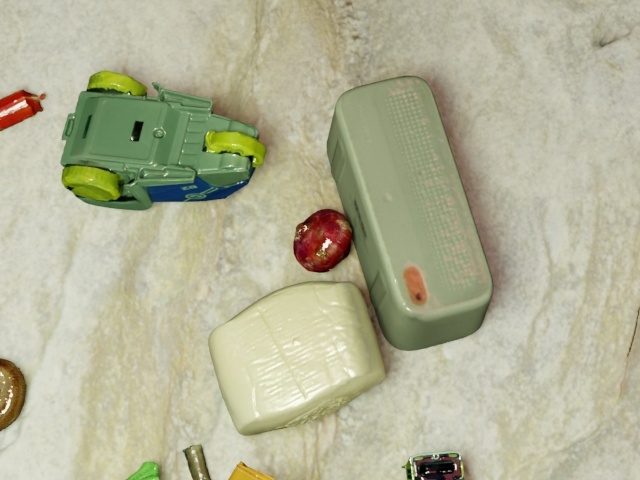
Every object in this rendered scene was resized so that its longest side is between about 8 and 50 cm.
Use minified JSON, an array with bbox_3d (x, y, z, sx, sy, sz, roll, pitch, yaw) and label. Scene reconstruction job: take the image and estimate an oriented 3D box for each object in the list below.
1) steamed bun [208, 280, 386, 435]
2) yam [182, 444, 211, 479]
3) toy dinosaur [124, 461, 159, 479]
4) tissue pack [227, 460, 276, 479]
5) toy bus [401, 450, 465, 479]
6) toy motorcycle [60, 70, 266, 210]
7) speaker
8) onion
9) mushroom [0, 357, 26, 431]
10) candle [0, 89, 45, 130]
[{"bbox_3d":[-0.034,0.176,1.646,0.250,0.155,0.200,-21,71,-1],"label":"steamed bun"},{"bbox_3d":[-0.178,0.375,1.647,0.033,0.027,0.129,-6,68,-36],"label":"yam"},{"bbox_3d":[-0.374,0.569,1.493,0.144,0.374,0.500,35,99,-19],"label":"toy dinosaur"},{"bbox_3d":[-0.102,0.477,1.520,0.145,0.194,0.274,21,70,35],"label":"tissue pack"},{"bbox_3d":[0.173,0.402,1.608,0.088,0.101,0.175,-5,78,-3],"label":"toy bus"},{"bbox_3d":[-0.232,-0.135,1.728,0.327,0.200,0.191,8,73,13],"label":"toy motorcycle"},{"bbox_3d":[0.137,-0.047,1.702,0.183,0.184,0.406,-14,73,-6],"label":"speaker"},{"bbox_3d":[0.000,0.000,1.729,0.097,0.107,0.107,26,69,-36],"label":"onion"},{"bbox_3d":[-0.510,0.236,1.657,0.126,0.085,0.109,-16,109,-8],"label":"mushroom"},{"bbox_3d":[-0.518,-0.215,1.810,0.131,0.052,0.052,-27,75,-10],"label":"candle"}]
